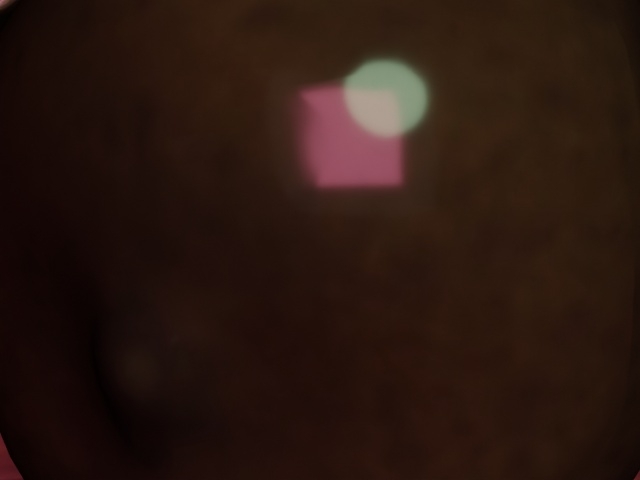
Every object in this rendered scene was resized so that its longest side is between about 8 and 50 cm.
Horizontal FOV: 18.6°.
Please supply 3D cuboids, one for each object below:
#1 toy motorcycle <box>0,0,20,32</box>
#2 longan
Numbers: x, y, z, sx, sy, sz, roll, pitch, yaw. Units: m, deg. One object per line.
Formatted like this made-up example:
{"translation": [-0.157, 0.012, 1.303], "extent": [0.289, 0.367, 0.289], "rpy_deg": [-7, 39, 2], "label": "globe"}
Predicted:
{"translation": [-0.274, -0.200, 0.940], "extent": [0.237, 0.169, 0.410], "rpy_deg": [-31, 93, -5], "label": "toy motorcycle"}
{"translation": [0.000, 0.000, 0.857], "extent": [0.361, 0.361, 0.361], "rpy_deg": [1, 82, -8], "label": "longan"}
